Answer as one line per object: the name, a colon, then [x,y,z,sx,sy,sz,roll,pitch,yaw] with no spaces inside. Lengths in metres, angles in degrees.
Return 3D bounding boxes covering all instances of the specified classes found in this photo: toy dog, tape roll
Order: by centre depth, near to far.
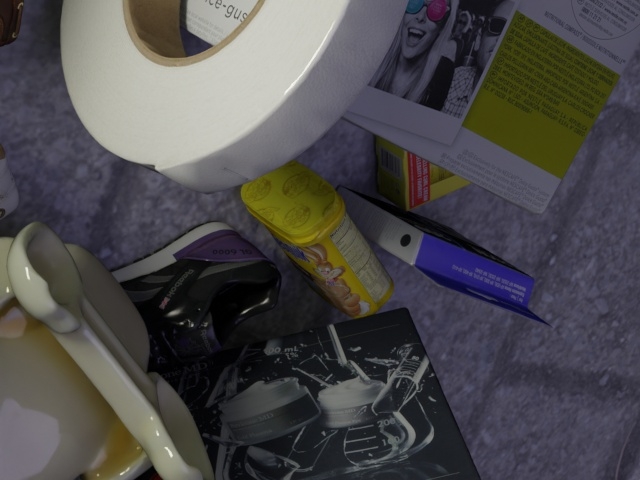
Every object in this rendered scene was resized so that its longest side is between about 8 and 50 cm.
tape roll: [-0.079,-0.237,1.661,0.072,0.392,0.392,23,98,-44]
toy dog: [-0.360,0.171,1.735,0.408,0.395,0.284,-34,119,3]

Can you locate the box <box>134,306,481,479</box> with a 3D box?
box: [-0.026,0.260,1.965,0.343,0.312,0.179,-13,124,-6]

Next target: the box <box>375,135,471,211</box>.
box: [0.171,-0.117,2.160,0.232,0.058,0.087,-22,127,-28]

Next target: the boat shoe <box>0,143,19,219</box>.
boat shoe: [-0.391,0.017,1.754,0.277,0.098,0.096,-38,131,-18]

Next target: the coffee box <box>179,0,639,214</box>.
coffee box: [0.090,-0.275,1.810,0.338,0.338,0.334,23,98,-44]

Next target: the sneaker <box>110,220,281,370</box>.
sneaker: [-0.169,0.086,1.953,0.283,0.124,0.107,-35,131,-18]

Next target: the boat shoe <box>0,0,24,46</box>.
boat shoe: [-0.295,-0.266,1.693,0.073,0.073,0.207,-14,131,-39]

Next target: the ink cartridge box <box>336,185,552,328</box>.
ink cartridge box: [0.140,0.017,2.106,0.206,0.208,0.045,20,100,-44]

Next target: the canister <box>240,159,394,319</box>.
canister: [0.000,0.000,2.042,0.073,0.126,0.170,-46,136,-10]
